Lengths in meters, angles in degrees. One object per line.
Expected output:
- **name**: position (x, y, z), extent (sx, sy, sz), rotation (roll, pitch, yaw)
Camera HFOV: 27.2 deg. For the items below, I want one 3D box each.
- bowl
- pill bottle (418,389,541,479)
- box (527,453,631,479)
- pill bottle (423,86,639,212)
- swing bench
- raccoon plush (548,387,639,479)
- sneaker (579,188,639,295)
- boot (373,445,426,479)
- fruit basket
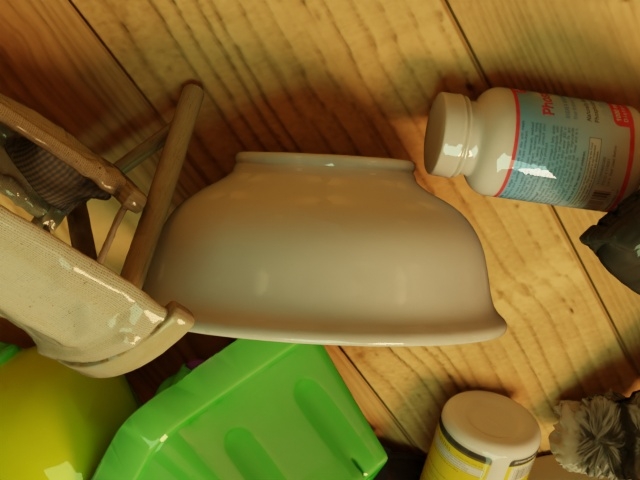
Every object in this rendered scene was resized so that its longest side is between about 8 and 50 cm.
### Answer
- **bowl**: position (0.000, 0.000, 1.038), extent (0.298, 0.134, 0.298), rotation (2, -178, 0)
- **pill bottle**: position (0.152, 0.252, 1.349), extent (0.103, 0.103, 0.184), rotation (9, 119, -11)
- **box**: position (0.349, 0.297, 1.421), extent (0.311, 0.121, 0.148), rotation (-15, 136, 14)
- **pill bottle**: position (0.167, -0.074, 1.040), extent (0.160, 0.087, 0.087), rotation (7, 137, -10)
- **swing bench**: position (-0.230, -0.050, 0.931), extent (0.165, 0.254, 0.253), rotation (-32, 129, 29)
- **raccoon plush**: position (0.472, 0.130, 1.261), extent (0.299, 0.216, 0.446), rotation (10, 167, -31)
- **sneaker**: position (0.296, 0.020, 1.037), extent (0.109, 0.130, 0.286), rotation (-37, 159, 21)
- **boot**: position (0.057, 0.265, 1.435), extent (0.106, 0.082, 0.219), rotation (-3, 152, 39)
- **fruit basket**: position (-0.174, 0.201, 1.260), extent (0.392, 0.283, 0.392), rotation (20, 124, 33)
